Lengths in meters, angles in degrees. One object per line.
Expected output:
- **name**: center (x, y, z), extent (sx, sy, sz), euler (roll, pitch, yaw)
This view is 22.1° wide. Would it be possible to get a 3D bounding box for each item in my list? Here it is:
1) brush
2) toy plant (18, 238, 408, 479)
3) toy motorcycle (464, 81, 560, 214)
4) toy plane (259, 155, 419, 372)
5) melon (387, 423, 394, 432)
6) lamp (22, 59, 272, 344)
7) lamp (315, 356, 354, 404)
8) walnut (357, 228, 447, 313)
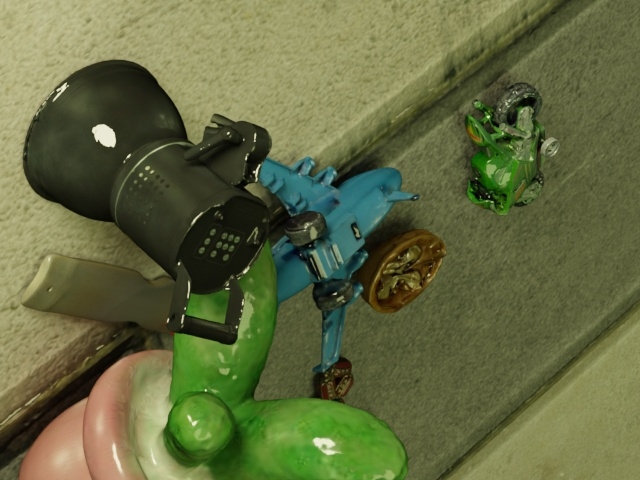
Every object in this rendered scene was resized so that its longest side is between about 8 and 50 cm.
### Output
- **brush**: center (-0.158, 0.069, 1.600), extent (0.321, 0.050, 0.060), euler (16, 111, -52)
- **toy plant**: center (-0.130, 0.166, 1.515), extent (0.356, 0.317, 0.211), euler (-38, 171, 37)
- **toy motorcycle**: center (0.210, -0.095, 1.864), extent (0.106, 0.074, 0.190), euler (-30, 140, -15)
- **toy plane**: center (0.000, 0.000, 1.660), extent (0.271, 0.105, 0.254), euler (-37, 119, -29)
- **melon**: center (0.010, 0.292, 1.952), extent (0.202, 0.093, 0.139), euler (-27, 136, -45)
- **lamp**: center (-0.124, -0.045, 1.378), extent (0.147, 0.227, 0.172), euler (21, 104, -54)
- **lamp**: center (0.012, 0.174, 1.901), extent (0.063, 0.031, 0.083), euler (-12, 125, -45)
- **walnut**: center (0.083, 0.027, 1.831), extent (0.121, 0.052, 0.091), euler (-30, 138, -32)
